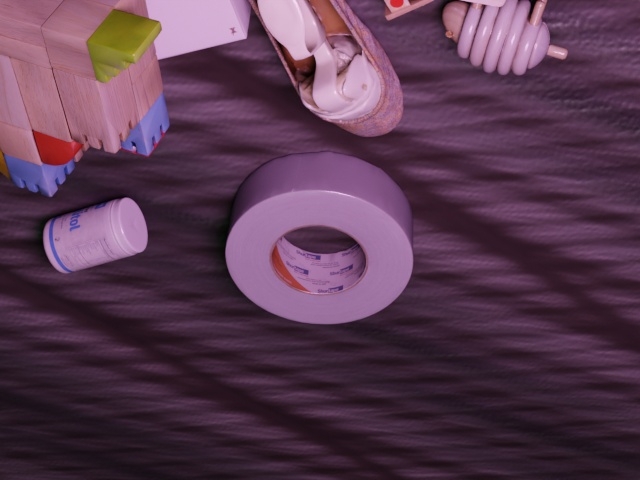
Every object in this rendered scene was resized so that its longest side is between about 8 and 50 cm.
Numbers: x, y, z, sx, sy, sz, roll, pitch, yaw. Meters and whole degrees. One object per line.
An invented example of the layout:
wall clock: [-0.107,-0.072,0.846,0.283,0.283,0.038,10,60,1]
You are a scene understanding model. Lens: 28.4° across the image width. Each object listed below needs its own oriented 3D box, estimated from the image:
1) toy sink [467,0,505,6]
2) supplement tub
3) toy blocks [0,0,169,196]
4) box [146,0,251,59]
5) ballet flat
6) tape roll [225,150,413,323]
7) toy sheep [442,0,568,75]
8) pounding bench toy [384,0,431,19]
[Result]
toy sink: [0.134,-0.347,1.091,0.131,0.153,0.234,9,133,-5]
supplement tub: [-0.268,-0.006,1.503,0.107,0.071,0.071,-16,130,17]
toy blocks: [-0.304,-0.164,1.254,0.381,0.191,0.261,17,143,18]
box: [-0.131,-0.249,1.247,0.101,0.087,0.102,-11,132,14]
ballet flat: [-0.007,-0.196,1.276,0.107,0.106,0.316,-20,129,21]
tape roll: [0.000,0.000,1.487,0.219,0.072,0.219,2,133,2]
toy sheep: [0.184,-0.208,1.266,0.132,0.091,0.091,21,135,10]
pounding bench toy: [0.091,-0.264,1.240,0.083,0.052,0.065,-20,129,22]
